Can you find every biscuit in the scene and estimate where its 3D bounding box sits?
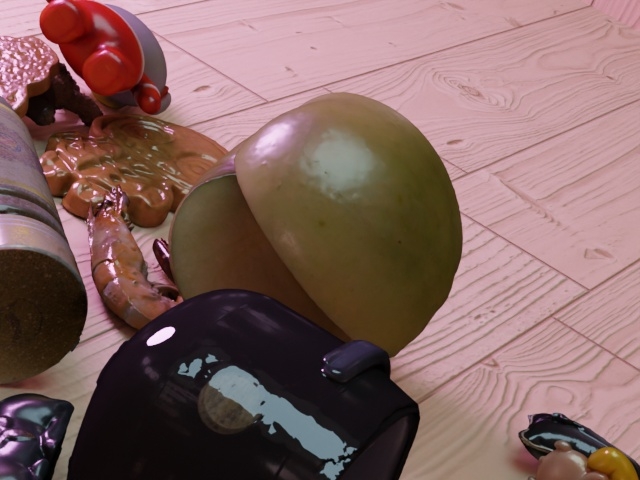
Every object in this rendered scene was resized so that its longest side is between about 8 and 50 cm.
[{"bbox_3d":[-0.397,-0.167,2.014,0.236,0.040,0.144,-27,60,-35],"label":"biscuit"},{"bbox_3d":[-0.205,-0.085,2.073,0.202,0.044,0.288,37,27,28],"label":"biscuit"}]

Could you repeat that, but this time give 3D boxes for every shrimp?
[{"bbox_3d":[-0.177,0.024,1.866,0.133,0.053,0.236,5,33,-27],"label":"shrimp"}]

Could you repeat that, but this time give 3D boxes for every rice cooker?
[{"bbox_3d":[-0.064,0.174,1.449,0.224,0.267,0.267,28,26,18],"label":"rice cooker"}]

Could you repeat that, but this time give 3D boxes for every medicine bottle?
[{"bbox_3d":[-0.325,-0.017,1.716,0.151,0.151,0.322,9,29,-26],"label":"medicine bottle"}]

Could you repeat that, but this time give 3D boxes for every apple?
[{"bbox_3d":[0.000,0.000,1.789,0.254,0.292,0.292,49,24,-9],"label":"apple"}]

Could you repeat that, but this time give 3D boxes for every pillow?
[{"bbox_3d":[0.264,0.219,1.836,0.135,0.055,0.091,31,-10,9],"label":"pillow"}]

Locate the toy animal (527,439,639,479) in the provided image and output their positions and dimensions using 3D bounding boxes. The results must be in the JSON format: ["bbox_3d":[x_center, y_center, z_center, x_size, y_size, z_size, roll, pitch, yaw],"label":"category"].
[{"bbox_3d":[0.255,0.245,1.746,0.114,0.091,0.082,29,41,11],"label":"toy animal"}]

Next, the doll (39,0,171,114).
[{"bbox_3d":[-0.254,-0.222,2.156,0.200,0.105,0.336,48,5,-1],"label":"doll"}]

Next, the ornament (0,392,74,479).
[{"bbox_3d":[-0.329,0.154,1.465,0.236,0.080,0.202,20,29,-4],"label":"ornament"}]

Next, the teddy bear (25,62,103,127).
[{"bbox_3d":[-0.325,-0.176,2.111,0.160,0.078,0.119,-6,41,-46],"label":"teddy bear"}]
